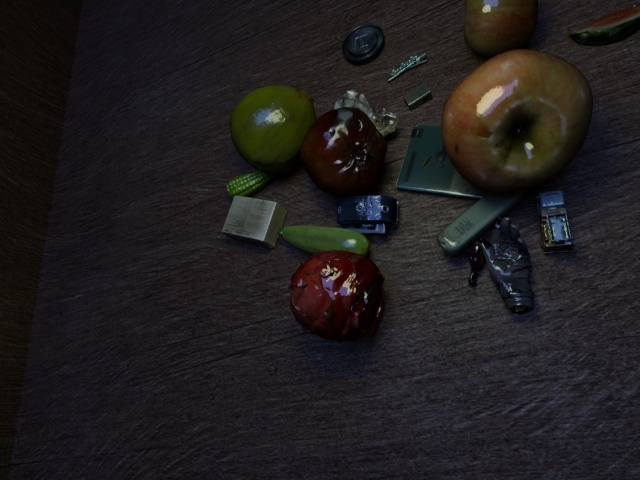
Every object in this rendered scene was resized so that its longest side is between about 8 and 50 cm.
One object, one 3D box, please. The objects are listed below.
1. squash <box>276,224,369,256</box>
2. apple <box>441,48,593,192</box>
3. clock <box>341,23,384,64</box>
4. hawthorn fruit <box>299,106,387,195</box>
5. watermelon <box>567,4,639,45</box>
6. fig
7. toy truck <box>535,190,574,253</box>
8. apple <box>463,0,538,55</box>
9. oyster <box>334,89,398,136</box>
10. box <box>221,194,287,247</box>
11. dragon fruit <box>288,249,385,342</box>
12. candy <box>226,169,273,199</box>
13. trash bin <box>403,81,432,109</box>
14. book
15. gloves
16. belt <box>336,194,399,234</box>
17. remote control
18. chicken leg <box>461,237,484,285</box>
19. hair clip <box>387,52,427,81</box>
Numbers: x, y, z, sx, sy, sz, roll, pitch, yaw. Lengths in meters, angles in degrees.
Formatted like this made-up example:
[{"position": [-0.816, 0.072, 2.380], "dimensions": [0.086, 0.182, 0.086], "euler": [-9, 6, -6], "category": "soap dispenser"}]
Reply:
[{"position": [0.002, 0.006, 1.471], "dimensions": [0.370, 0.118, 0.118], "euler": [8, 75, 29], "category": "squash"}, {"position": [0.544, -0.343, 1.173], "dimensions": [0.391, 0.391, 0.346], "euler": [-17, 28, 18], "category": "apple"}, {"position": [0.181, -0.823, 1.730], "dimensions": [0.184, 0.040, 0.185], "euler": [-9, 68, 22], "category": "clock"}, {"position": [0.075, -0.308, 1.445], "dimensions": [0.308, 0.308, 0.325], "euler": [-34, 24, 10], "category": "hawthorn fruit"}, {"position": [0.952, -0.705, 1.336], "dimensions": [0.245, 0.063, 0.119], "euler": [-17, 52, 19], "category": "watermelon"}, {"position": [-0.174, -0.437, 1.575], "dimensions": [0.343, 0.343, 0.343], "euler": [-8, 69, 22], "category": "fig"}, {"position": [0.677, -0.063, 1.189], "dimensions": [0.080, 0.115, 0.178], "euler": [-7, 67, 22], "category": "toy truck"}, {"position": [0.609, -0.770, 1.397], "dimensions": [0.233, 0.257, 0.257], "euler": [6, 74, 23], "category": "apple"}, {"position": [0.142, -0.456, 1.576], "dimensions": [0.275, 0.100, 0.271], "euler": [-43, 73, 38], "category": "oyster"}, {"position": [-0.262, -0.076, 1.628], "dimensions": [0.212, 0.095, 0.168], "euler": [12, 75, 28], "category": "box"}, {"position": [0.052, 0.175, 1.293], "dimensions": [0.301, 0.295, 0.296], "euler": [-2, 70, 10], "category": "dragon fruit"}, {"position": [-0.287, -0.241, 1.705], "dimensions": [0.209, 0.097, 0.097], "euler": [-25, 63, 8], "category": "candy"}, {"position": [0.364, -0.541, 1.546], "dimensions": [0.092, 0.043, 0.061], "euler": [-31, 62, 15], "category": "trash bin"}, {"position": [0.471, -0.270, 1.404], "dimensions": [0.379, 0.031, 0.264], "euler": [11, 75, 27], "category": "book"}, {"position": [0.546, 0.072, 1.201], "dimensions": [0.142, 0.119, 0.286], "euler": [-5, 84, 7], "category": "gloves"}, {"position": [0.157, -0.086, 1.429], "dimensions": [0.218, 0.122, 0.129], "euler": [3, 84, 27], "category": "belt"}, {"position": [0.493, -0.079, 1.266], "dimensions": [0.309, 0.038, 0.090], "euler": [-40, 55, -2], "category": "remote control"}, {"position": [0.469, 0.035, 1.286], "dimensions": [0.093, 0.053, 0.205], "euler": [-34, 51, 33], "category": "chicken leg"}, {"position": [0.335, -0.683, 1.614], "dimensions": [0.172, 0.049, 0.049], "euler": [-26, 63, 15], "category": "hair clip"}]
